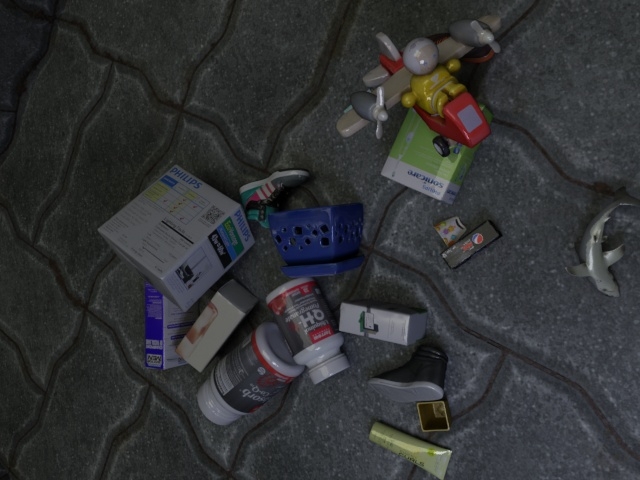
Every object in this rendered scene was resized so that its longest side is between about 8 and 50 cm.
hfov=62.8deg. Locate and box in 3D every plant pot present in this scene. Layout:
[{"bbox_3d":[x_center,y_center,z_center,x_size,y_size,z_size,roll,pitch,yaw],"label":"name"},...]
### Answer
[{"bbox_3d":[0.000,0.000,1.641,0.236,0.236,0.211,-7,92,29],"label":"plant pot"},{"bbox_3d":[0.336,0.496,1.508,0.082,0.083,0.081,-15,81,29],"label":"plant pot"}]

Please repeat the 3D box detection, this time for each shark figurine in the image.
[{"bbox_3d":[0.690,-0.004,1.323,0.167,0.116,0.278,6,101,-4],"label":"shark figurine"}]

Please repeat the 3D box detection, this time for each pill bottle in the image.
[{"bbox_3d":[-0.237,0.454,1.764,0.363,0.210,0.210,-44,69,22],"label":"pill bottle"},{"bbox_3d":[-0.034,0.287,1.673,0.176,0.176,0.318,-35,73,24],"label":"pill bottle"}]

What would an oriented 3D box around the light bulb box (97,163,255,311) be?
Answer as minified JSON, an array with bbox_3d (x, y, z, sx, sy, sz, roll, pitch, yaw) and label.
[{"bbox_3d":[-0.490,-0.017,1.824,0.358,0.225,0.361,31,64,27],"label":"light bulb box"}]

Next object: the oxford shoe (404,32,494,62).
[{"bbox_3d":[0.361,-0.569,1.523,0.272,0.098,0.096,4,90,30],"label":"oxford shoe"}]

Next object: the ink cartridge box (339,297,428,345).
[{"bbox_3d":[0.186,0.237,1.560,0.220,0.160,0.092,7,91,31],"label":"ink cartridge box"}]

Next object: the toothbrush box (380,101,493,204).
[{"bbox_3d":[0.335,-0.276,1.515,0.206,0.122,0.283,28,101,28],"label":"toothbrush box"}]

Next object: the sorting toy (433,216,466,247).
[{"bbox_3d":[0.382,-0.032,1.532,0.075,0.045,0.083,-34,72,4],"label":"sorting toy"}]

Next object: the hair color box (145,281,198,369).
[{"bbox_3d":[-0.555,0.297,1.965,0.110,0.185,0.338,-4,86,29],"label":"hair color box"}]

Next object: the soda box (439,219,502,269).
[{"bbox_3d":[0.428,0.013,1.491,0.169,0.053,0.060,-40,71,23],"label":"soda box"}]

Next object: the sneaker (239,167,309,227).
[{"bbox_3d":[-0.155,-0.130,1.785,0.296,0.124,0.178,-16,75,36],"label":"sneaker"}]

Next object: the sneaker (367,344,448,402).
[{"bbox_3d":[0.266,0.390,1.554,0.296,0.105,0.146,-22,32,52],"label":"sneaker"}]

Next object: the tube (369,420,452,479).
[{"bbox_3d":[0.264,0.616,1.563,0.240,0.062,0.070,19,138,24],"label":"tube"}]

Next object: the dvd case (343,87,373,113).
[{"bbox_3d":[0.141,-0.423,1.693,0.119,0.013,0.087,-36,72,23],"label":"dvd case"}]

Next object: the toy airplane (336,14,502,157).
[{"bbox_3d":[0.254,-0.426,1.340,0.385,0.272,0.385,7,72,19],"label":"toy airplane"}]

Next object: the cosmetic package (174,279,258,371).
[{"bbox_3d":[-0.368,0.301,1.862,0.129,0.153,0.296,39,106,2],"label":"cosmetic package"}]
